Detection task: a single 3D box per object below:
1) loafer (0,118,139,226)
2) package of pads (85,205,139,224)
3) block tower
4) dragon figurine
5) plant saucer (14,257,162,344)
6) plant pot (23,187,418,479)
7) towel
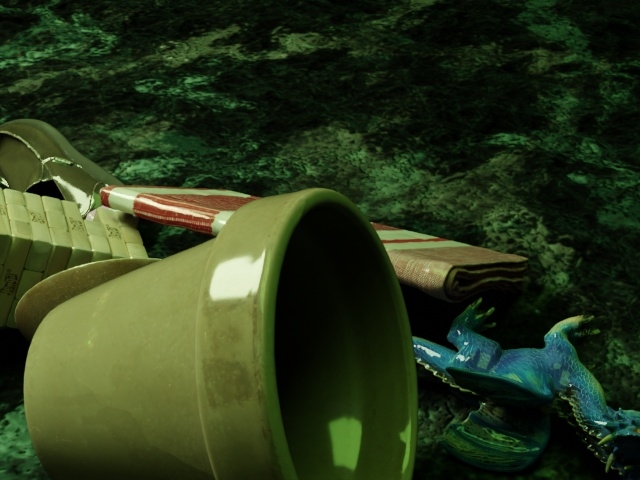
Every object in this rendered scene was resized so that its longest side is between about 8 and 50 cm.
[{"bbox_3d":[-0.272,-0.057,1.485,0.078,0.080,0.220,-26,39,-38],"label":"loafer"},{"bbox_3d":[-0.197,0.000,1.385,0.032,0.083,0.050,42,46,18],"label":"package of pads"},{"bbox_3d":[-0.306,0.006,1.261,0.335,0.091,0.097,11,24,-23],"label":"block tower"},{"bbox_3d":[0.140,0.121,1.174,0.289,0.085,0.144,8,31,11],"label":"dragon figurine"},{"bbox_3d":[-0.161,0.067,1.219,0.168,0.168,0.029,-6,61,-10],"label":"plant saucer"},{"bbox_3d":[-0.080,0.106,1.077,0.229,0.263,0.263,-8,26,22],"label":"plant pot"},{"bbox_3d":[0.000,0.000,1.337,0.329,0.037,0.237,13,5,23],"label":"towel"}]
